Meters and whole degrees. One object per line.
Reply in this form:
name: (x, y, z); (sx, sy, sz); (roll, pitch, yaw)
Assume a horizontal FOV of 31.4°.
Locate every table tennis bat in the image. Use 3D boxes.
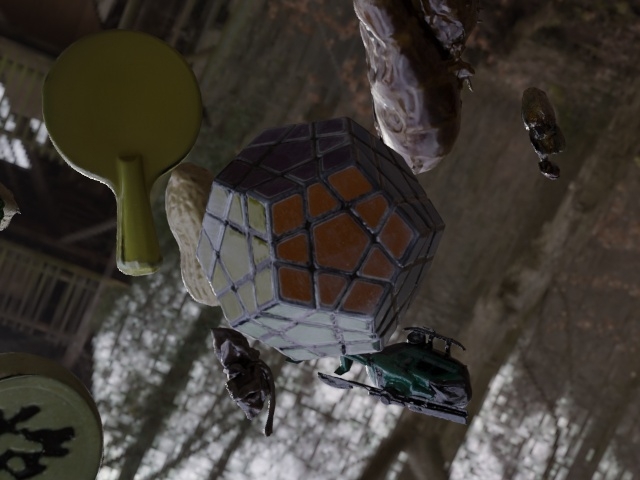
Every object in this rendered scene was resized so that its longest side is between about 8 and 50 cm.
table tennis bat: (-0.270, -0.128, 1.606); (0.224, 0.369, 0.054); (-7, 166, -10)

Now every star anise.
star anise: (-0.144, 0.261, 2.221); (0.231, 0.089, 0.209); (60, -172, -29)

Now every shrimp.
shrimp: (0.396, -0.179, 2.031); (0.058, 0.173, 0.253); (-12, -149, 7)

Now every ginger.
ginger: (0.196, -0.315, 2.069); (0.254, 0.418, 0.176); (-23, -144, -18)

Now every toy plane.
toy plane: (0.124, 0.224, 1.989); (0.381, 0.106, 0.155); (20, -137, 32)

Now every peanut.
peanut: (-0.201, -0.012, 1.990); (0.123, 0.257, 0.123); (-14, -175, 1)

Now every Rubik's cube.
Rubik's cube: (0.000, 0.000, 1.462); (0.319, 0.264, 0.319); (43, -159, -21)

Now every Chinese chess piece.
Chinese chess piece: (-0.575, 0.384, 2.119); (0.349, 0.349, 0.146); (17, -178, -31)

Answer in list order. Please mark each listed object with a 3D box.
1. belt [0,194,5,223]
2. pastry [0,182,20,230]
belt: (-0.479, -0.032, 1.447); (0.079, 0.151, 0.121); (42, -158, -58)
pastry: (-0.642, -0.064, 2.093); (0.165, 0.166, 0.088); (14, -128, -44)
